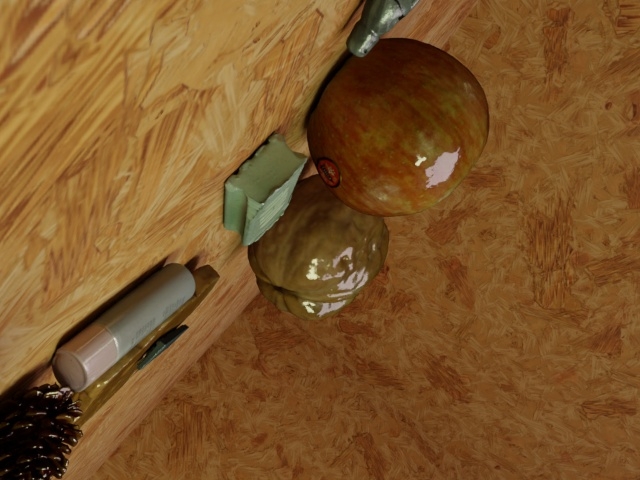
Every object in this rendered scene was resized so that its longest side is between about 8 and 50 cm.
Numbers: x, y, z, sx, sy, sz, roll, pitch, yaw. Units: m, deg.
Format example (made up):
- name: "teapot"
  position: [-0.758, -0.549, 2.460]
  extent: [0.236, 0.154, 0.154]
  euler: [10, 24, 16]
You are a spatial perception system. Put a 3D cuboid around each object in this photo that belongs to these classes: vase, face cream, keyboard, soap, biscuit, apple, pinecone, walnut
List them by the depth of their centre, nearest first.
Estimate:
- name: "pinecone"
  position: [-0.307, 0.211, 0.565]
  extent: [0.102, 0.102, 0.109]
  euler: [-51, -152, 42]
- name: "vase"
  position: [0.100, -0.306, 0.616]
  extent: [0.211, 0.060, 0.060]
  euler: [-49, 179, 26]
- name: "face cream"
  position: [-0.240, 0.101, 0.666]
  extent: [0.084, 0.057, 0.198]
  euler: [-52, 176, 38]
- name: "soap"
  position: [-0.089, -0.068, 0.801]
  extent: [0.114, 0.063, 0.198]
  euler: [-48, 178, -18]
- name: "biscuit"
  position: [-0.295, 0.172, 0.829]
  extent: [0.376, 0.051, 0.269]
  euler: [-50, -179, -40]
- name: "apple"
  position: [0.106, -0.183, 0.842]
  extent: [0.309, 0.250, 0.278]
  euler: [-16, -137, 53]
- name: "keyboard"
  position: [-0.254, 0.170, 0.867]
  extent: [0.055, 0.014, 0.176]
  euler: [-47, -179, -2]
- name: "walnut"
  position: [0.003, 0.001, 1.194]
  extent: [0.344, 0.306, 0.306]
  euler: [-58, -177, -37]
